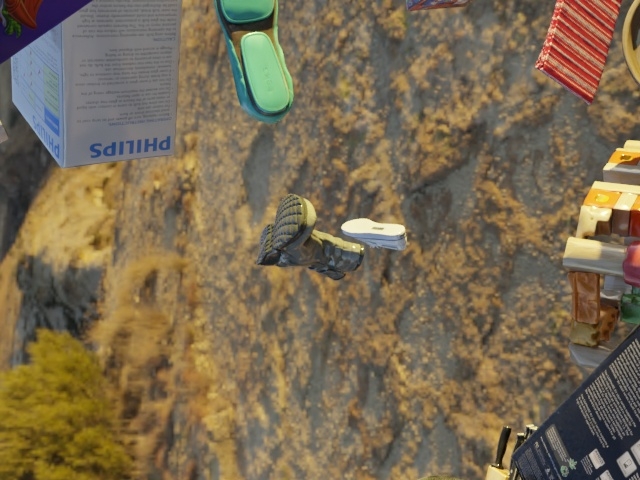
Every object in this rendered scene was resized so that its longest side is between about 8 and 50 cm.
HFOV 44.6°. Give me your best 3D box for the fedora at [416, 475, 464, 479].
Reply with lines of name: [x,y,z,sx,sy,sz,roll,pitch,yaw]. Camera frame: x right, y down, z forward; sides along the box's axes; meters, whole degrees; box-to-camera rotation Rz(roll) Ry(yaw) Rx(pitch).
fedora: [0.162,0.523,1.184,0.152,0.334,0.334,-20,67,57]

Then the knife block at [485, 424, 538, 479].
knife block: [0.382,0.515,1.586,0.242,0.088,0.275,-80,8,-49]

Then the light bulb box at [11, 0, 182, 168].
light bulb box: [-0.434,-0.378,1.471,0.358,0.225,0.361,42,132,45]

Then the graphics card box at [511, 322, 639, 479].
graphics card box: [0.389,0.260,0.914,0.233,0.094,0.371,-110,34,-40]

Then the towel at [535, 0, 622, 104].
towel: [0.571,-0.462,1.709,0.031,0.199,0.275,10,82,56]

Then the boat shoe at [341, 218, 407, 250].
boat shoe: [0.071,-0.004,1.030,0.100,0.035,0.035,7,126,37]

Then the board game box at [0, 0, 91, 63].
board game box: [-0.229,-0.285,0.638,0.233,0.347,0.078,23,145,28]

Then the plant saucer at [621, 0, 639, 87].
plant saucer: [0.661,-0.340,1.340,0.041,0.278,0.278,41,-131,-76]

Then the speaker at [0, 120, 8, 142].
speaker: [-0.488,-0.126,1.029,0.055,0.136,0.055,46,157,26]

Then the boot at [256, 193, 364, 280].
boot: [0.000,0.000,1.243,0.246,0.161,0.083,138,142,-68]

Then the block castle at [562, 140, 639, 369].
block castle: [0.617,0.022,1.424,0.213,0.453,0.303,10,128,33]

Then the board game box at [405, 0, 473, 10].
board game box: [0.296,-0.526,1.604,0.281,0.145,0.027,-179,79,-74]

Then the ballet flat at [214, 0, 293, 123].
ballet flat: [-0.094,-0.268,1.012,0.087,0.083,0.247,163,96,-71]
